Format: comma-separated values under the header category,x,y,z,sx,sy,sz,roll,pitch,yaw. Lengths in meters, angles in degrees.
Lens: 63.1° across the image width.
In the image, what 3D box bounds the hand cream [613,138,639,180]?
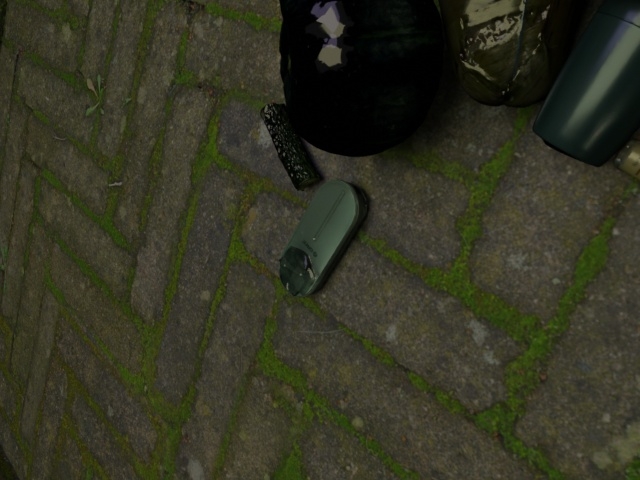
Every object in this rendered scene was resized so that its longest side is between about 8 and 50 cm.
category,x,y,z,sx,sy,sz,roll,pitch,yaw
hand cream,0.420,-0.073,0.615,0.143,0.039,0.061,36,113,28

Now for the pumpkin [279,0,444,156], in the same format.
category,x,y,z,sx,sy,sz,roll,pitch,yaw
pumpkin,0.060,-0.267,0.758,0.315,0.238,0.315,169,90,-82

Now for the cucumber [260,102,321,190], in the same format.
category,x,y,z,sx,sy,sz,roll,pitch,yaw
cucumber,-0.061,-0.181,0.998,0.058,0.058,0.187,-38,68,34

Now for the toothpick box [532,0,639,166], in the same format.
category,x,y,z,sx,sy,sz,roll,pitch,yaw
toothpick box,0.343,-0.183,0.619,0.120,0.120,0.184,43,119,31

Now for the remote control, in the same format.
category,x,y,z,sx,sy,sz,roll,pitch,yaw
remote control,0.000,0.000,0.956,0.104,0.052,0.247,48,120,30

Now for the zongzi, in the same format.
category,x,y,z,sx,sy,sz,roll,pitch,yaw
zongzi,0.321,-0.351,0.632,0.360,0.160,0.323,-12,96,24
